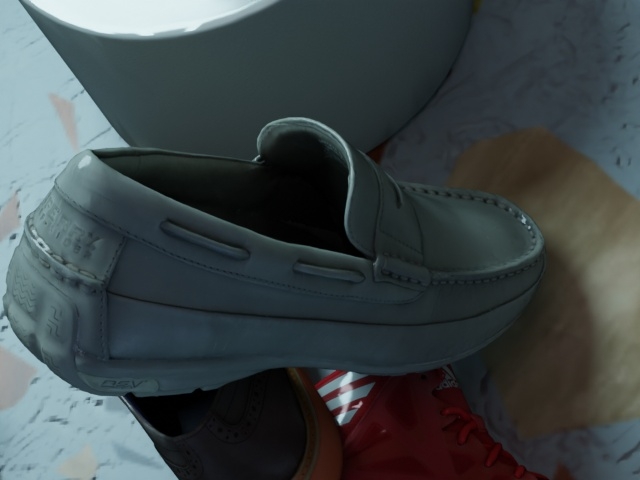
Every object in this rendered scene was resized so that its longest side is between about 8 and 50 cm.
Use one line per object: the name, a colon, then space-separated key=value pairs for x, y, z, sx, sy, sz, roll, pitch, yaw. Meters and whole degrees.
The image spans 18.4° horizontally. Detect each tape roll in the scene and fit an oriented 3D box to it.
tape roll: x=-0.048 y=-0.173 z=1.096 sx=0.246 sy=0.169 sz=0.246 roll=-7 pitch=63 yaw=14

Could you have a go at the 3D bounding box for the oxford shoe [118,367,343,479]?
oxford shoe: x=-0.076 y=0.035 z=1.016 sx=0.097 sy=0.098 sz=0.271 roll=-43 pitch=41 yaw=4

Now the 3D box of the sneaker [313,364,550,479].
sneaker: x=0.079 y=0.106 z=0.968 sx=0.221 sy=0.087 sz=0.128 roll=2 pitch=67 yaw=17

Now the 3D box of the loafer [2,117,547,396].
loafer: x=0.000 y=0.000 z=0.930 sx=0.112 sy=0.319 sz=0.111 roll=39 pitch=120 yaw=34
